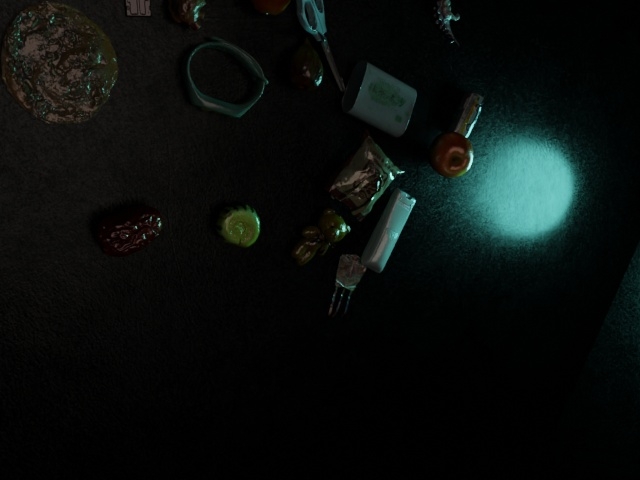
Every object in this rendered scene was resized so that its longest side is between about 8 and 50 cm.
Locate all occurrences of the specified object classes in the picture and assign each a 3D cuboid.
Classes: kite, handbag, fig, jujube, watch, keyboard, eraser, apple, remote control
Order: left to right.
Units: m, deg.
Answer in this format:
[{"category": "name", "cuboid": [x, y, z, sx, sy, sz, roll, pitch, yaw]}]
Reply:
[{"category": "jujube", "cuboid": [-0.500, -0.027, 1.576, 0.176, 0.109, 0.112, -27, 150, -27]}, {"category": "keyboard", "cuboid": [-0.457, -0.659, 1.479, 0.067, 0.011, 0.202, -10, 109, -28]}, {"category": "watch", "cuboid": [-0.262, -0.440, 1.638, 0.237, 0.068, 0.195, 12, 95, -31]}, {"category": "fig", "cuboid": [-0.043, -0.513, 1.736, 0.109, 0.103, 0.154, 30, 68, -57]}, {"category": "kite", "cuboid": [0.090, 0.159, 2.063, 0.127, 0.016, 0.229, 14, 95, -31]}, {"category": "handbag", "cuboid": [0.143, -0.200, 1.924, 0.213, 0.127, 0.235, 41, 83, -36]}, {"category": "eraser", "cuboid": [0.189, -0.449, 1.910, 0.227, 0.081, 0.173, 18, 93, -34]}, {"category": "remote control", "cuboid": [0.240, -0.031, 2.081, 0.103, 0.051, 0.293, 26, 88, -35]}, {"category": "apple", "cuboid": [0.452, -0.300, 2.085, 0.164, 0.139, 0.163, -4, 120, -7]}]

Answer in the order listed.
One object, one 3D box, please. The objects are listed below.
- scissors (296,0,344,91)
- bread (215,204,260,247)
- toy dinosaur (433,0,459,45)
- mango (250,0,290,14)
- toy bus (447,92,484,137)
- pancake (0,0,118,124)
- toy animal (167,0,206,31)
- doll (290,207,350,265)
[{"category": "scissors", "cuboid": [0.013, -0.586, 1.755, 0.191, 0.030, 0.360, -74, 146, -41]}, {"category": "bread", "cuboid": [-0.243, -0.044, 1.756, 0.139, 0.071, 0.129, -1, 107, -34]}, {"category": "toy dinosaur", "cuboid": [0.419, -0.745, 1.993, 0.082, 0.039, 0.208, -28, 106, -20]}, {"category": "mango", "cuboid": [-0.138, -0.752, 1.587, 0.146, 0.129, 0.288, -9, 102, -5]}, {"category": "toy bus", "cuboid": [0.518, -0.445, 2.137, 0.072, 0.057, 0.171, 24, 90, -26]}, {"category": "pancake", "cuboid": [-0.618, -0.417, 1.422, 0.283, 0.049, 0.282, -10, 110, -30]}, {"category": "toy animal", "cuboid": [-0.339, -0.691, 1.499, 0.158, 0.097, 0.312, -26, 115, -17]}, {"category": "doll", "cuboid": [0.000, 0.000, 1.913, 0.209, 0.097, 0.137, -46, 129, -7]}]
